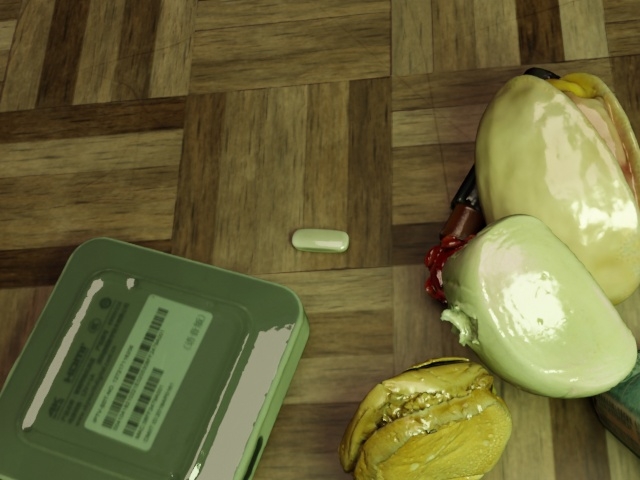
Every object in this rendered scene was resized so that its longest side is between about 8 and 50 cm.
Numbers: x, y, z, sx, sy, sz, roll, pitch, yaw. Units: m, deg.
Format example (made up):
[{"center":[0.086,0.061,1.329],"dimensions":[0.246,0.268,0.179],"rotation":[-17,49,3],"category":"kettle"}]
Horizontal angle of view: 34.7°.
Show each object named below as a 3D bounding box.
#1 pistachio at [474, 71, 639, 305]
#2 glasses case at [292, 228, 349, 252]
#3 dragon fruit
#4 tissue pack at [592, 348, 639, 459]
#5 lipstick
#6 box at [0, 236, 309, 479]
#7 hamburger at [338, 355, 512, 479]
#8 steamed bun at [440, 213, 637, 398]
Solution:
[{"center":[0.321,-0.063,1.319],"dimensions":[0.229,0.230,0.309],"rotation":[-12,86,5],"category":"pistachio"},{"center":[0.000,0.000,1.477],"dimensions":[0.083,0.021,0.032],"rotation":[3,62,13],"category":"glasses case"},{"center":[0.200,0.048,1.359],"dimensions":[0.112,0.068,0.126],"rotation":[-42,90,-6],"category":"dragon fruit"},{"center":[0.455,0.180,1.130],"dimensions":[0.227,0.316,0.103],"rotation":[-24,100,-2],"category":"tissue pack"},{"center":[0.258,-0.114,1.453],"dimensions":[0.081,0.081,0.300],"rotation":[25,72,23],"category":"lipstick"},{"center":[-0.239,0.193,1.383],"dimensions":[0.373,0.090,0.367],"rotation":[14,65,17],"category":"box"},{"center":[0.128,0.231,1.220],"dimensions":[0.213,0.214,0.108],"rotation":[-30,56,-5],"category":"hamburger"},{"center":[0.237,0.096,1.194],"dimensions":[0.152,0.170,0.239],"rotation":[-37,92,-16],"category":"steamed bun"}]
